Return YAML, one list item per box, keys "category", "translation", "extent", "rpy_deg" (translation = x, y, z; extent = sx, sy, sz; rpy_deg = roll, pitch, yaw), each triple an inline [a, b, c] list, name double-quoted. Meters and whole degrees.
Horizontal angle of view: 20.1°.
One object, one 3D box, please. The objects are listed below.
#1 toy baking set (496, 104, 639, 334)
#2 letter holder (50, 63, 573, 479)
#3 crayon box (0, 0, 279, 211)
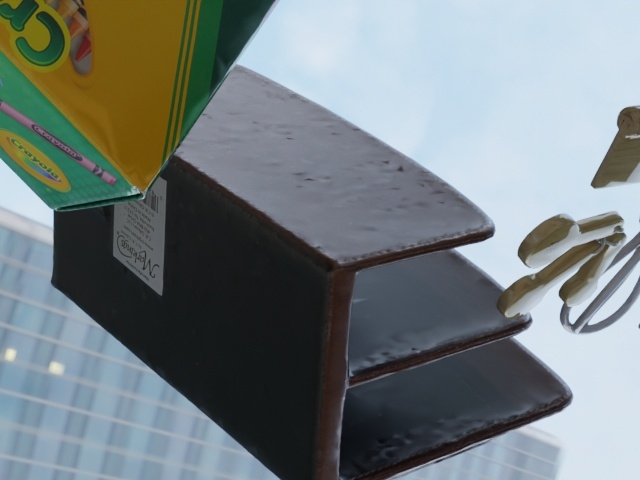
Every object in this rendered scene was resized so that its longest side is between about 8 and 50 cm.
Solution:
- category: "toy baking set"
  translation: [0.192, -0.021, 1.030]
  extent: [0.197, 0.256, 0.030]
  rpy_deg: [-44, -118, 15]
- category: "letter holder"
  translation: [0.000, 0.000, 1.107]
  extent: [0.302, 0.214, 0.152]
  rpy_deg: [34, -51, 46]
- category: "crayon box"
  translation: [-0.150, -0.166, 0.821]
  extent: [0.081, 0.278, 0.165]
  rpy_deg: [-7, -136, 49]
